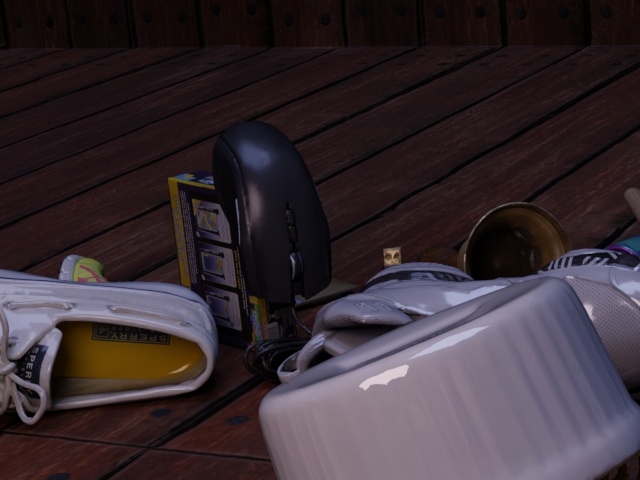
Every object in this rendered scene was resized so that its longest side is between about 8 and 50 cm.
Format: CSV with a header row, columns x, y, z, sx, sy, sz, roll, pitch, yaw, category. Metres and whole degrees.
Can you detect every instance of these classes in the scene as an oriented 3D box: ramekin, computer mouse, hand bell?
x,y,z,sx,sy,sz,roll,pitch,yaw,category
0.089,0.130,1.415,0.277,0.135,0.277,-23,1,0,ramekin
0.000,0.000,1.905,0.184,0.262,0.060,-6,-11,-23,computer mouse
0.159,0.023,2.094,0.126,0.126,0.242,-11,4,-21,hand bell

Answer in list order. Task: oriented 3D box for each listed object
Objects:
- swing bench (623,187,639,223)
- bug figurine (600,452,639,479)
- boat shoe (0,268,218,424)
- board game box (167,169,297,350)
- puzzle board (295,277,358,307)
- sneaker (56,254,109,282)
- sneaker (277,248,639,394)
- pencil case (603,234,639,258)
x,y,z,sx,sy,sz,roll,pitch,yaw,category
0.446,0.000,1.794,0.253,0.165,0.255,-24,16,2,swing bench
0.208,0.219,1.339,0.216,0.072,0.279,9,15,26,bug figurine
-0.275,0.113,1.836,0.367,0.136,0.156,2,16,-9,boat shoe
-0.091,0.020,2.008,0.048,0.170,0.141,-17,19,-35,board game box
-0.037,0.061,2.153,0.128,0.011,0.096,-16,19,-34,puzzle board
-0.236,0.076,2.057,0.094,0.081,0.208,2,21,-2,sneaker
0.142,0.099,1.712,0.366,0.137,0.210,-1,15,37,sneaker
0.363,0.017,2.071,0.151,0.064,0.070,-19,3,-40,pencil case
